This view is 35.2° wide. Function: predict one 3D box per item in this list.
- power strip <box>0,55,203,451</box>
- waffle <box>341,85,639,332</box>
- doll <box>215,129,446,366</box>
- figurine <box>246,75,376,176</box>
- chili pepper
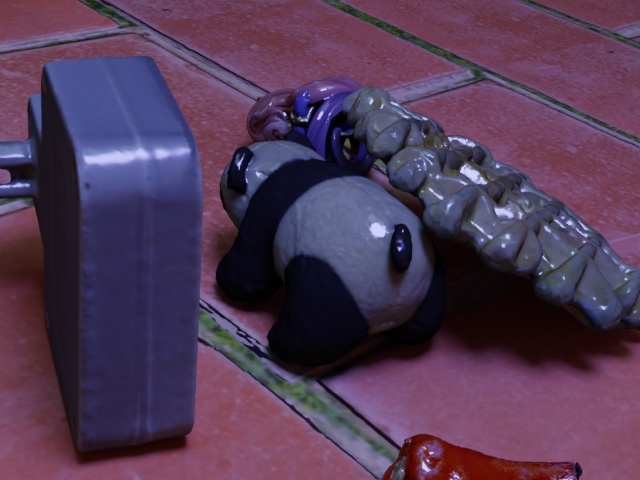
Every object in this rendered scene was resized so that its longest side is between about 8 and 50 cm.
[{"bbox_3d":[-0.171,-0.016,0.700,0.141,0.229,0.261,-5,34,-20],"label":"power strip"},{"bbox_3d":[0.154,-0.031,0.878,0.292,0.056,0.309,25,17,-27],"label":"waffle"},{"bbox_3d":[0.002,0.001,0.817,0.144,0.135,0.234,-10,33,-31],"label":"doll"},{"bbox_3d":[-0.004,-0.119,1.030,0.126,0.114,0.157,29,6,-43],"label":"figurine"},{"bbox_3d":[0.099,0.163,0.634,0.123,0.073,0.070,13,-11,2],"label":"chili pepper"}]
